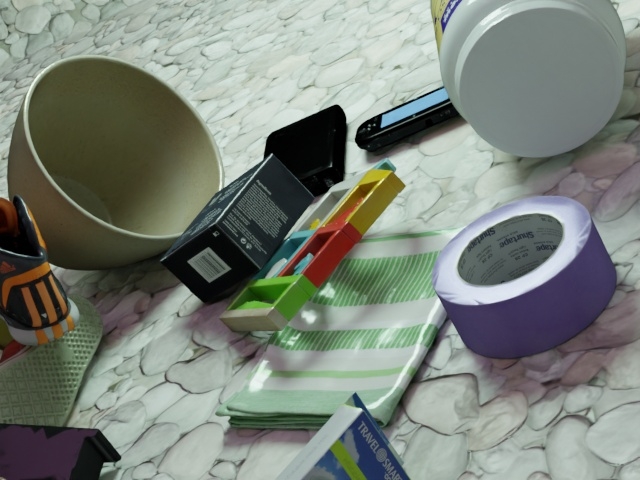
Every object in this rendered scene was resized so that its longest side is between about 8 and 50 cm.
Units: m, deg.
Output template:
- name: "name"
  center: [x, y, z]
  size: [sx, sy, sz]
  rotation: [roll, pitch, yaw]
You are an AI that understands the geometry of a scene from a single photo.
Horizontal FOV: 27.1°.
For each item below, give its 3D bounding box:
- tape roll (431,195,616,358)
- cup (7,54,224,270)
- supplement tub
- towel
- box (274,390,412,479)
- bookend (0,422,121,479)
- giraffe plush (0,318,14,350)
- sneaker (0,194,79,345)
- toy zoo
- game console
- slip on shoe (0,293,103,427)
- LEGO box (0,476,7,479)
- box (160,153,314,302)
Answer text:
- name: "tape roll"
  center: [0.224, 0.038, 1.464]
  size: [0.189, 0.080, 0.189]
  rotation: [-23, 28, 13]
- name: "cup"
  center: [-0.348, -0.085, 2.045]
  size: [0.237, 0.331, 0.331]
  rotation: [-42, 14, 42]
- name: "supplement tub"
  center: [0.273, -0.274, 1.767]
  size: [0.241, 0.241, 0.331]
  rotation: [-23, 27, 14]
- name: "towel"
  center: [0.040, 0.099, 1.591]
  size: [0.248, 0.038, 0.325]
  rotation: [-6, 36, 38]
- name: "box"
  center: [0.014, 0.246, 1.287]
  size: [0.178, 0.109, 0.042]
  rotation: [-45, 26, -26]
- name: "bookend"
  center: [-0.340, 0.304, 1.578]
  size: [0.157, 0.072, 0.156]
  rotation: [-1, 53, 19]
- name: "giraffe plush"
  center: [-0.502, 0.126, 1.980]
  size: [0.171, 0.181, 0.210]
  rotation: [-19, 9, -26]
- name: "sneaker"
  center: [-0.438, 0.013, 1.827]
  size: [0.125, 0.180, 0.321]
  rotation: [-29, 28, -29]
- name: "toy zoo"
  center: [0.000, 0.000, 1.707]
  size: [0.293, 0.030, 0.192]
  rotation: [-49, 14, -17]
- name: "game console"
  center: [0.073, -0.170, 2.009]
  size: [0.361, 0.044, 0.213]
  rotation: [-22, 28, 15]
- name: "slip on shoe"
  center: [-0.397, 0.196, 1.791]
  size: [0.101, 0.123, 0.331]
  rotation: [-31, 20, 29]
- name: "LEGO box"
  center: [-0.387, 0.497, 1.171]
  size: [0.373, 0.193, 0.500]
  rotation: [-30, 27, 1]
- name: "box"
  center: [-0.114, -0.016, 1.832]
  size: [0.156, 0.093, 0.158]
  rotation: [-30, 19, 49]
